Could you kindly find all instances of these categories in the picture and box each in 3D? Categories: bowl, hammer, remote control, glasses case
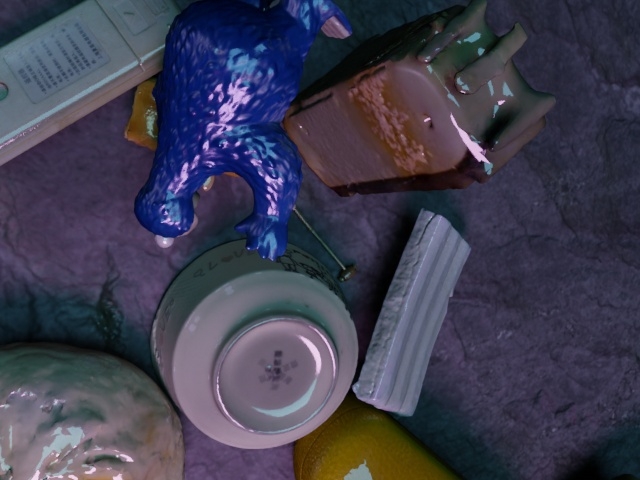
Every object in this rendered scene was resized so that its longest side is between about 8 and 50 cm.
[{"bbox_3d":[-0.059,0.123,0.578,0.238,0.126,0.237,-3,101,-18],"label":"bowl"},{"bbox_3d":[0.000,0.000,0.637,0.029,0.014,0.123,-45,106,-17],"label":"hammer"},{"bbox_3d":[-0.236,-0.165,0.502,0.233,0.038,0.098,-35,77,-11],"label":"remote control"},{"bbox_3d":[0.116,0.357,0.662,0.371,0.141,0.173,44,84,-19],"label":"glasses case"}]

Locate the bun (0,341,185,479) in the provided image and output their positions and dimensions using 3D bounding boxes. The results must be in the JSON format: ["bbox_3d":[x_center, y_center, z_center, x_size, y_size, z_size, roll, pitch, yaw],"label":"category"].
[{"bbox_3d":[-0.267,0.245,0.516,0.287,0.146,0.287,-3,103,-16],"label":"bun"}]

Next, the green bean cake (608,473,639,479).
[{"bbox_3d":[0.411,0.474,0.766,0.248,0.125,0.222,-42,123,-10],"label":"green bean cake"}]

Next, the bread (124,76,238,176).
[{"bbox_3d":[-0.129,-0.116,0.553,0.132,0.053,0.074,20,91,-20],"label":"bread"}]

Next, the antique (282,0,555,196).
[{"bbox_3d":[0.079,-0.123,0.499,0.150,0.284,0.125,-42,109,-9],"label":"antique"}]

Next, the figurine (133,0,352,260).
[{"bbox_3d":[-0.089,-0.113,0.452,0.121,0.164,0.262,16,92,-63],"label":"figurine"}]

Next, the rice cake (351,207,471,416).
[{"bbox_3d":[0.113,0.089,0.635,0.127,0.043,0.237,34,76,-51],"label":"rice cake"}]
